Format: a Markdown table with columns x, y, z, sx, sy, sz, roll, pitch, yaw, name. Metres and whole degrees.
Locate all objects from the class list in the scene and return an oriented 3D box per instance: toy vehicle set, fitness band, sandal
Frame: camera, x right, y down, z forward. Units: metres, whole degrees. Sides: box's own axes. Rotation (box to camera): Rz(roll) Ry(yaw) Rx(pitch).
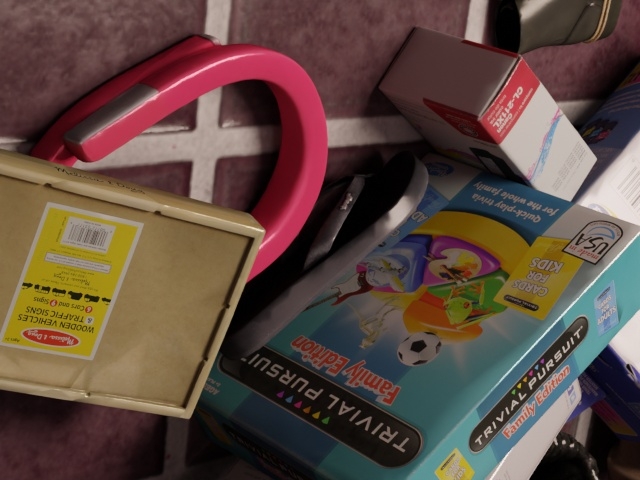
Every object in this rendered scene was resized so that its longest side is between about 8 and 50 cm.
| x | y | z | sx | sy | sz | roll | pitch | yaw | name |
| --- | --- | --- | --- | --- | --- | --- | --- | --- | --- |
| -0.186 | 0.032 | 0.995 | 0.267 | 0.035 | 0.166 | 15 | 106 | -32 | toy vehicle set |
| -0.115 | -0.038 | 1.088 | 0.291 | 0.054 | 0.209 | -35 | 131 | -27 | fitness band |
| 0.000 | 0.000 | 1.189 | 0.254 | 0.097 | 0.054 | -43 | 106 | -23 | sandal |

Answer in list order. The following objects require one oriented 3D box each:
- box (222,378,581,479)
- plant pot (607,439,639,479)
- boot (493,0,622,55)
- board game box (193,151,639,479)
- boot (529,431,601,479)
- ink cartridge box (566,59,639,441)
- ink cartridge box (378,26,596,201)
| x | y | z | sx | sy | sz | roll | pitch | yaw | name |
| --- | --- | --- | --- | --- | --- | --- | --- | --- | --- |
| 0.046 | 0.202 | 1.176 | 0.322 | 0.232 | 0.058 | -48 | 133 | -31 | box |
| 0.454 | 0.185 | 1.622 | 0.263 | 0.263 | 0.229 | -20 | 102 | -37 | plant pot |
| 0.225 | -0.269 | 1.299 | 0.137 | 0.077 | 0.198 | -20 | 120 | -31 | boot |
| 0.085 | 0.083 | 1.182 | 0.336 | 0.254 | 0.079 | -43 | 131 | -22 | board game box |
| 0.084 | 0.281 | 1.224 | 0.348 | 0.260 | 0.131 | -30 | 97 | -54 | boot |
| 0.336 | 0.022 | 1.400 | 0.270 | 0.151 | 0.395 | 47 | 70 | -11 | ink cartridge box |
| 0.155 | -0.106 | 1.258 | 0.072 | 0.127 | 0.175 | -57 | 136 | -9 | ink cartridge box |
